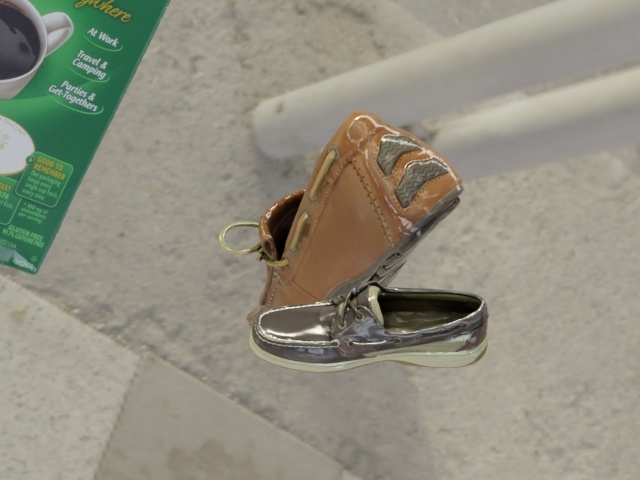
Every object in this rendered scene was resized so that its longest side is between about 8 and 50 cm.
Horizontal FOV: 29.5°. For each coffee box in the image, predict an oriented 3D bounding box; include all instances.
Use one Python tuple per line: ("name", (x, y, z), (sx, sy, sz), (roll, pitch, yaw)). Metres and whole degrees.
("coffee box", (-0.148, -0.085, 0.571), (0.113, 0.040, 0.184), (22, 98, -35))

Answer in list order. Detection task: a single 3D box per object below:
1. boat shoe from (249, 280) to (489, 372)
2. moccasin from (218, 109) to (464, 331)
("boat shoe", (0.031, 0.049, 0.766), (0.056, 0.152, 0.049), (-98, -173, -48))
("moccasin", (-0.002, 0.002, 1.155), (0.139, 0.380, 0.147), (-40, 83, -24))
